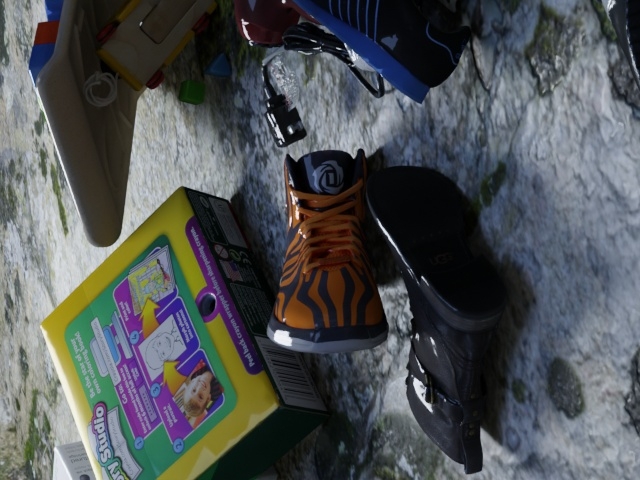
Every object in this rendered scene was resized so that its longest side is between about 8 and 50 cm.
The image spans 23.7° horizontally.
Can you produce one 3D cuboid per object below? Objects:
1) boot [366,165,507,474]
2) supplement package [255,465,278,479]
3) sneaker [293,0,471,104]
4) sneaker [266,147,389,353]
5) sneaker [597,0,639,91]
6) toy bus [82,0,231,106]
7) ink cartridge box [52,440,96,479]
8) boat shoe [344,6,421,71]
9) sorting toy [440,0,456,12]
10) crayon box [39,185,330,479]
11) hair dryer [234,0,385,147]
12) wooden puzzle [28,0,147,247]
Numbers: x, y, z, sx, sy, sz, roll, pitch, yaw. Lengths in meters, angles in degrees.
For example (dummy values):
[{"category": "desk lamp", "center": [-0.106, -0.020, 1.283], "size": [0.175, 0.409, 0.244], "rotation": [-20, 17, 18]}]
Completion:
[{"category": "boot", "center": [0.105, 0.078, 1.528], "size": [0.229, 0.091, 0.263], "rotation": [93, 161, -43]}, {"category": "supplement package", "center": [-0.176, 0.294, 2.147], "size": [0.244, 0.134, 0.139], "rotation": [58, 147, 39]}, {"category": "sneaker", "center": [0.036, -0.234, 1.440], "size": [0.232, 0.090, 0.081], "rotation": [40, -172, -2]}, {"category": "sneaker", "center": [0.000, 0.000, 1.596], "size": [0.321, 0.125, 0.180], "rotation": [-115, 23, -74]}, {"category": "sneaker", "center": [0.243, -0.226, 1.106], "size": [0.146, 0.122, 0.330], "rotation": [154, 104, -83]}, {"category": "toy bus", "center": [-0.231, -0.266, 1.980], "size": [0.104, 0.202, 0.191], "rotation": [-5, 89, 64]}, {"category": "ink cartridge box", "center": [-0.273, 0.421, 2.326], "size": [0.273, 0.198, 0.114], "rotation": [52, 142, 45]}, {"category": "boat shoe", "center": [0.035, -0.294, 1.520], "size": [0.084, 0.095, 0.258], "rotation": [2, 100, 60]}, {"category": "sorting toy", "center": [0.113, -0.257, 1.445], "size": [0.075, 0.045, 0.083], "rotation": [51, 148, 13]}, {"category": "crayon box", "center": [-0.189, 0.167, 1.995], "size": [0.313, 0.106, 0.363], "rotation": [-43, 54, 24]}, {"category": "hair dryer", "center": [-0.012, -0.267, 1.691], "size": [0.223, 0.080, 0.293], "rotation": [-29, 78, 48]}, {"category": "wooden puzzle", "center": [-0.316, -0.215, 2.048], "size": [0.322, 0.080, 0.348], "rotation": [79, -168, -46]}]
